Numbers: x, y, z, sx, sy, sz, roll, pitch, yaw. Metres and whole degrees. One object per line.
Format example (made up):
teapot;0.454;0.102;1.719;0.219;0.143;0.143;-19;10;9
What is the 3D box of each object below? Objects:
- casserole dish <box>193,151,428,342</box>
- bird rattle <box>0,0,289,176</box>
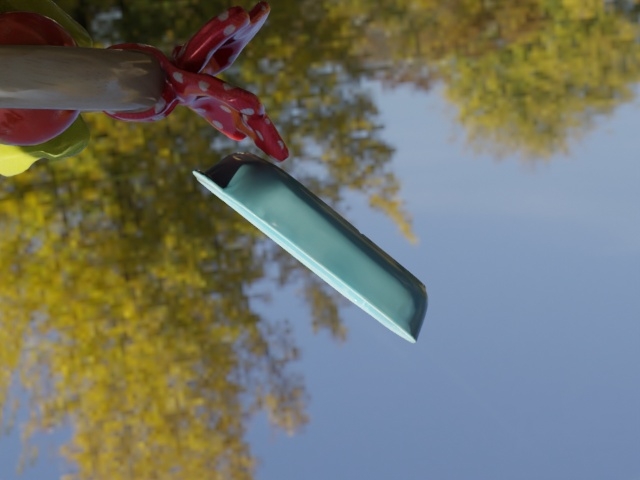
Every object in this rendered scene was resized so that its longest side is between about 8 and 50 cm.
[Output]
casserole dish;0.000;0.000;1.013;0.037;0.188;0.114;-54;-157;-3
bird rattle;-0.155;-0.088;0.947;0.253;0.143;0.207;14;-167;33
